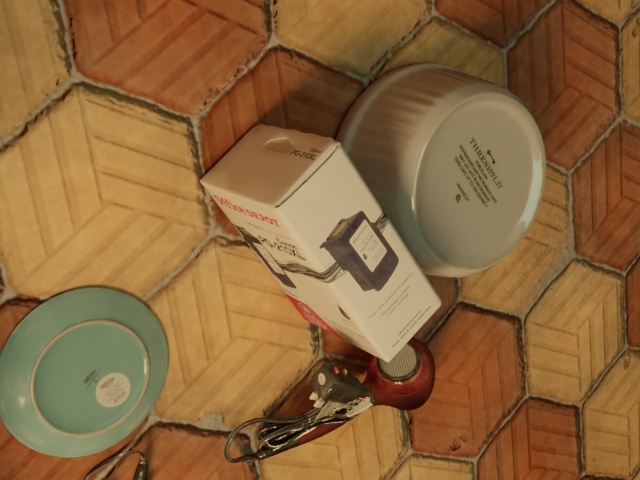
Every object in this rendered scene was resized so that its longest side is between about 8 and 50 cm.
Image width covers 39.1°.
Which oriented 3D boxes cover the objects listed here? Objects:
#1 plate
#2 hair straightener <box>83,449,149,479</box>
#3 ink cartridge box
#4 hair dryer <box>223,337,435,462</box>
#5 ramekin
[{"bbox_3d":[-0.242,0.142,0.944,0.188,0.024,0.188,-9,106,-33],"label":"plate"},{"bbox_3d":[-0.240,0.337,0.981,0.089,0.047,0.230,15,93,-37],"label":"hair straightener"},{"bbox_3d":[0.000,0.000,0.981,0.100,0.172,0.237,-45,123,-17],"label":"ink cartridge box"},{"bbox_3d":[0.037,0.185,1.099,0.294,0.224,0.080,4,58,-44],"label":"hair dryer"},{"bbox_3d":[0.154,-0.078,1.095,0.273,0.127,0.272,-9,107,-32],"label":"ramekin"}]
